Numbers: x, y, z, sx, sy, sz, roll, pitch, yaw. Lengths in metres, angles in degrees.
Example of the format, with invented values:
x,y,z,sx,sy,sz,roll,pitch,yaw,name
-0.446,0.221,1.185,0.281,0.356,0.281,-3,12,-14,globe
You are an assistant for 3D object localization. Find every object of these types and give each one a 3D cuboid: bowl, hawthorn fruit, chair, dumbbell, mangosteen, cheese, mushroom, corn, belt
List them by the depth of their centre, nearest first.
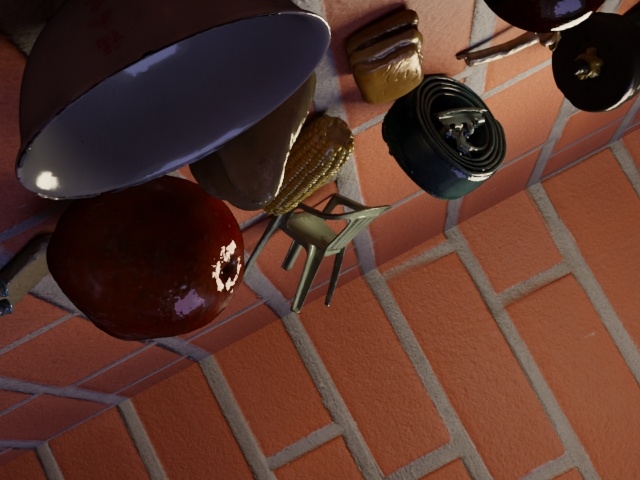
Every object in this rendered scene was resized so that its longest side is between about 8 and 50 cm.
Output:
x,y,z,sx,sy,sz,roll,pitch,yaw,name
-0.173,-0.192,1.222,0.345,0.157,0.345,-26,170,-5,bowl
0.288,-0.358,1.581,0.200,0.200,0.200,-27,169,-6,mangosteen
-0.250,0.017,1.780,0.284,0.284,0.284,-27,169,-6,hawthorn fruit
-0.518,0.087,1.987,0.400,0.034,0.085,-37,166,38,cheese
-0.031,-0.123,2.056,0.093,0.093,0.244,-19,165,-39,corn
0.324,-0.332,2.067,0.187,0.061,0.060,-24,141,1,mushroom
0.226,-0.184,2.108,0.116,0.206,0.267,-37,176,37,belt
0.586,-0.350,2.282,0.388,0.185,0.185,-18,165,-40,dumbbell
0.000,0.000,2.484,0.203,0.190,0.274,-12,132,-58,chair

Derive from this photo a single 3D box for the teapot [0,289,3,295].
x,y,z,sx,sy,sz,roll,pitch,yaw,name
-0.562,0.103,1.638,0.251,0.183,0.183,-35,172,-19,teapot

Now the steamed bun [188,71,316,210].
x,y,z,sx,sy,sz,roll,pitch,yaw,name
-0.122,-0.143,1.650,0.110,0.231,0.212,35,147,-30,steamed bun

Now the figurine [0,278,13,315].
x,y,z,sx,sy,sz,roll,pitch,yaw,name
-0.595,0.144,1.848,0.260,0.103,0.205,-27,145,-28,figurine

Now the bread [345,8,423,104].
x,y,z,sx,sy,sz,roll,pitch,yaw,name
0.101,-0.266,1.793,0.116,0.077,0.200,-20,169,3,bread
